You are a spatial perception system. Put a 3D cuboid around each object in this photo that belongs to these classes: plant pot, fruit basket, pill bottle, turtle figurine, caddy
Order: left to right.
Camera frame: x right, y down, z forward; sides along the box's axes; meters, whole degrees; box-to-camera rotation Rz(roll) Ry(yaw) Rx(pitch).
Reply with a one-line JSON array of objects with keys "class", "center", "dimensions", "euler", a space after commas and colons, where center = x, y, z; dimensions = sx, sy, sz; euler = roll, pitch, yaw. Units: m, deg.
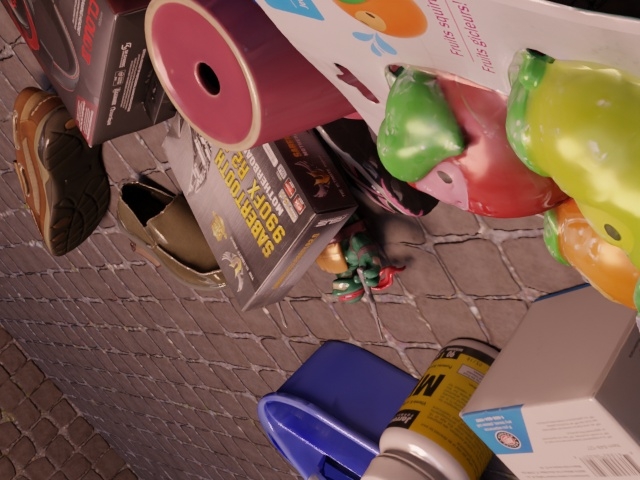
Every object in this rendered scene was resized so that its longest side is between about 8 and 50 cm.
[{"class": "plant pot", "center": [-0.027, -0.168, 0.598], "dimensions": [0.201, 0.180, 0.201], "euler": [34, 146, 28]}, {"class": "turtle figurine", "center": [0.000, 0.000, 0.854], "dimensions": [0.175, 0.118, 0.234], "euler": [-13, 104, 36]}, {"class": "caddy", "center": [0.066, 0.306, 1.086], "dimensions": [0.341, 0.179, 0.241], "euler": [27, 146, 23]}, {"class": "pill bottle", "center": [0.143, 0.225, 0.875], "dimensions": [0.119, 0.208, 0.119], "euler": [28, 145, 22]}, {"class": "fruit basket", "center": [0.138, -0.031, 0.407], "dimensions": [0.353, 0.165, 0.327], "euler": [19, 173, 28]}]

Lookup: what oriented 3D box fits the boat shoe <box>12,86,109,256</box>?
[{"class": "boat shoe", "center": [-0.415, -0.110, 1.192], "dimensions": [0.120, 0.122, 0.324], "euler": [39, 140, 16]}]

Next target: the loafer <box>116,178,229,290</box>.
[{"class": "loafer", "center": [-0.210, -0.011, 1.089], "dimensions": [0.251, 0.094, 0.087], "euler": [26, 149, 25]}]

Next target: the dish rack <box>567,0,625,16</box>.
[{"class": "dish rack", "center": [0.248, -0.135, 0.467], "dimensions": [0.208, 0.074, 0.271], "euler": [-9, 124, 53]}]

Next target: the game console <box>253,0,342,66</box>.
[{"class": "game console", "center": [-0.006, -0.302, 0.441], "dimensions": [0.293, 0.250, 0.173], "euler": [41, 172, 3]}]

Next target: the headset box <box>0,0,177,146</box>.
[{"class": "headset box", "center": [-0.222, -0.251, 0.733], "dimensions": [0.293, 0.110, 0.218], "euler": [57, 149, 8]}]

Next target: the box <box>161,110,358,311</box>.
[{"class": "box", "center": [-0.075, -0.071, 0.787], "dimensions": [0.183, 0.056, 0.231], "euler": [-51, 60, 45]}]

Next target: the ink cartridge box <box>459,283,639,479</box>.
[{"class": "ink cartridge box", "center": [0.290, 0.172, 0.689], "dimensions": [0.232, 0.168, 0.171], "euler": [47, 148, -7]}]

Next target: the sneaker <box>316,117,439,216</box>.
[{"class": "sneaker", "center": [0.037, -0.089, 0.756], "dimensions": [0.178, 0.072, 0.077], "euler": [53, 158, -6]}]

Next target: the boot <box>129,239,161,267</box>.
[{"class": "boot", "center": [-0.279, 0.002, 1.232], "dimensions": [0.087, 0.042, 0.118], "euler": [50, 147, -8]}]
